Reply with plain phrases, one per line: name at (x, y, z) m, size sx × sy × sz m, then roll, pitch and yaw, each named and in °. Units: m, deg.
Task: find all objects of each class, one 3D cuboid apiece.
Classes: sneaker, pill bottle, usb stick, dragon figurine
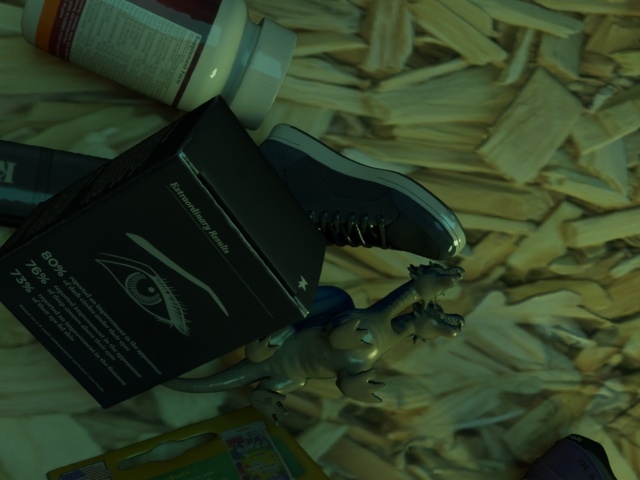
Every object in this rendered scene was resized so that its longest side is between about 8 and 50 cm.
sneaker at (0.313, 0.323, 0.793) m, size 0.124 × 0.107 × 0.283 m, roll -35°, pitch 92°, yaw -29°
pill bottle at (-0.141, -0.189, 0.724) m, size 0.221 × 0.121 × 0.121 m, roll 22°, pitch 72°, yaw -15°
usb stick at (-0.298, -0.054, 0.677) m, size 0.278 × 0.045 × 0.077 m, roll 9°, pitch 76°, yaw -18°
dragon figurine at (-0.007, 0.093, 0.718) m, size 0.289 × 0.144 × 0.085 m, roll -15°, pitch 98°, yaw 15°
sneaker at (0.000, 0.001, 0.717) m, size 0.226 × 0.086 × 0.163 m, roll 26°, pitch 63°, yaw 27°

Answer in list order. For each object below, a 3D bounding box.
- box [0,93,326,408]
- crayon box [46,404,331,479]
box at (-0.123, 0.013, 0.615) m, size 0.153 × 0.207 × 0.108 m, roll 55°, pitch 24°, yaw -22°
crayon box at (-0.068, 0.248, 0.582) m, size 0.203 × 0.323 × 0.083 m, roll -14°, pitch 111°, yaw -22°
